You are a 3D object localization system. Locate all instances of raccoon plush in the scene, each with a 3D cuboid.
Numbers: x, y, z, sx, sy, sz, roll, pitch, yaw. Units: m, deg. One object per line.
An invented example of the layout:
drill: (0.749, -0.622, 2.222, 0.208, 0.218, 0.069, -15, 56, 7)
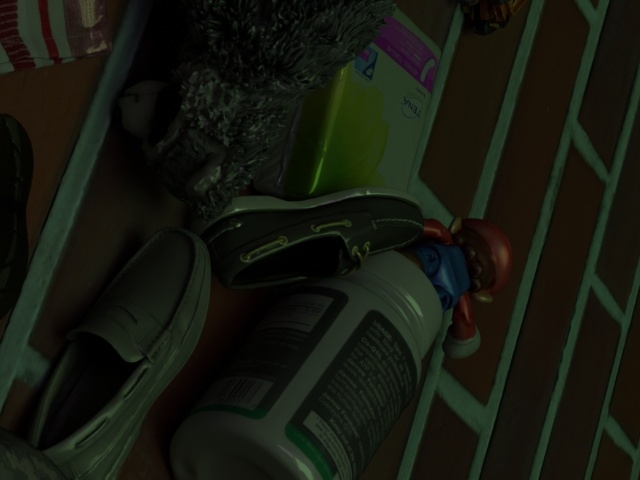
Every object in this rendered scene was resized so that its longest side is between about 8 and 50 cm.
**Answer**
raccoon plush: (0.005, -0.181, 1.948, 0.216, 0.447, 0.299, 25, 60, -72)

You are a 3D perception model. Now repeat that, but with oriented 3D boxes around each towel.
towel: (-0.309, -0.271, 1.751, 0.329, 0.037, 0.237, -22, 114, -56)

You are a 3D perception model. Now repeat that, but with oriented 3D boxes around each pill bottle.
pill bottle: (-0.005, 0.173, 2.184, 0.361, 0.204, 0.204, -52, 137, -42)

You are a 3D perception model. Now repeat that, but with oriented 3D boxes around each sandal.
sandal: (-0.320, -0.017, 1.763, 0.090, 0.060, 0.219, 43, 44, -61)

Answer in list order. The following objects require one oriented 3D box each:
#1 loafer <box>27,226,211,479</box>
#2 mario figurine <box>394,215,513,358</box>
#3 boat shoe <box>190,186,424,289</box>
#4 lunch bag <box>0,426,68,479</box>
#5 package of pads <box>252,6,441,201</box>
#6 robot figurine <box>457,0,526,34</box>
loafer: (-0.206, 0.114, 1.922, 0.111, 0.112, 0.319, 65, 42, -54)
mario figurine: (0.137, 0.060, 2.495, 0.320, 0.170, 0.198, -18, 126, -64)
boat shoe: (-0.002, 0.003, 2.152, 0.305, 0.109, 0.091, -5, 57, -33)
lunch bag: (-0.365, 0.201, 1.520, 0.305, 0.256, 0.212, 39, 61, -55)
package of pads: (0.037, -0.154, 2.301, 0.229, 0.101, 0.296, 35, 66, -55)
robot figurine: (0.272, -0.432, 2.666, 0.291, 0.085, 0.211, -60, 141, -35)
